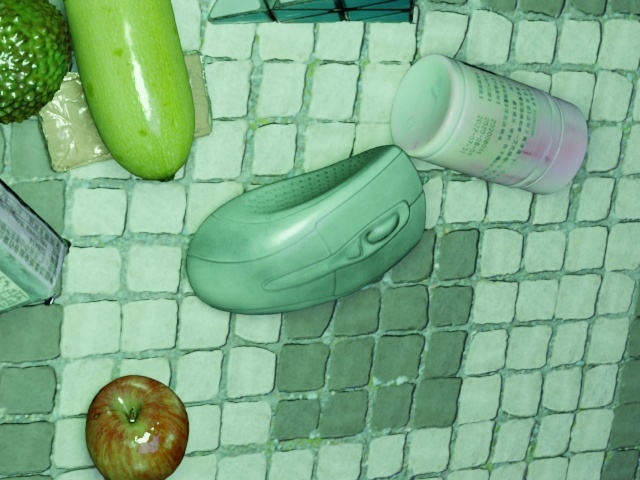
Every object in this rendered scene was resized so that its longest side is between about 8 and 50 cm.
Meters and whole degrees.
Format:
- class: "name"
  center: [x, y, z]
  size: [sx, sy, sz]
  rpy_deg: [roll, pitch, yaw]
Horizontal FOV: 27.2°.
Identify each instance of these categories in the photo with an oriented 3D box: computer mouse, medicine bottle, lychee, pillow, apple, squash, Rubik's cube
- class: "computer mouse"
  center: [0.000, 0.000, 1.818]
  size: [0.371, 0.122, 0.188]
  rpy_deg: [-25, 128, -11]
- class: "medicine bottle"
  center: [0.244, -0.163, 1.901]
  size: [0.254, 0.152, 0.152]
  rpy_deg: [14, 100, -32]
- class: "lychee"
  center: [-0.368, -0.221, 1.549]
  size: [0.171, 0.171, 0.171]
  rpy_deg: [-10, 112, -25]
- class: "pillow"
  center: [-0.250, -0.168, 1.698]
  size: [0.232, 0.043, 0.126]
  rpy_deg: [-15, 109, -21]
- class: "apple"
  center: [-0.247, 0.263, 1.791]
  size: [0.146, 0.146, 0.131]
  rpy_deg: [-32, 143, -15]
- class: "squash"
  center: [-0.222, -0.190, 1.607]
  size: [0.132, 0.132, 0.247]
  rpy_deg: [-15, 93, -23]
- class: "Rubik's cube"
  center: [0.027, -0.363, 1.716]
  size: [0.228, 0.233, 0.229]
  rpy_deg: [-57, 176, -44]

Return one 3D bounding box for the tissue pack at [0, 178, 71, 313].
- class: "tissue pack"
  center: [-0.484, -0.031, 1.457]
  size: [0.259, 0.122, 0.361]
  rpy_deg: [-15, 139, 23]
